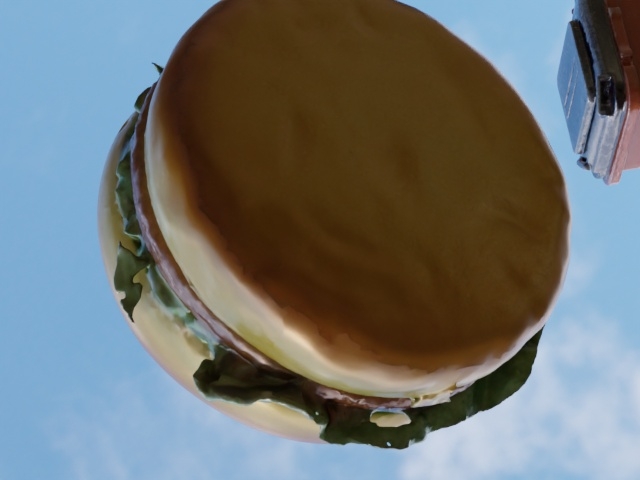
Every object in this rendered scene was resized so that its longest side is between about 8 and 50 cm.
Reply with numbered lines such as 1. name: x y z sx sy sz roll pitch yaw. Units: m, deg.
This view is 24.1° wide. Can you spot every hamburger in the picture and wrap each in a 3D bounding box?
1. hamburger: -0.001 -0.001 0.760 0.246 0.170 0.246 15 -124 -22

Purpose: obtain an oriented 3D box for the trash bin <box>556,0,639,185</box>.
1. trash bin: 0.363 -0.174 1.493 0.238 0.161 0.184 -6 -123 -4
